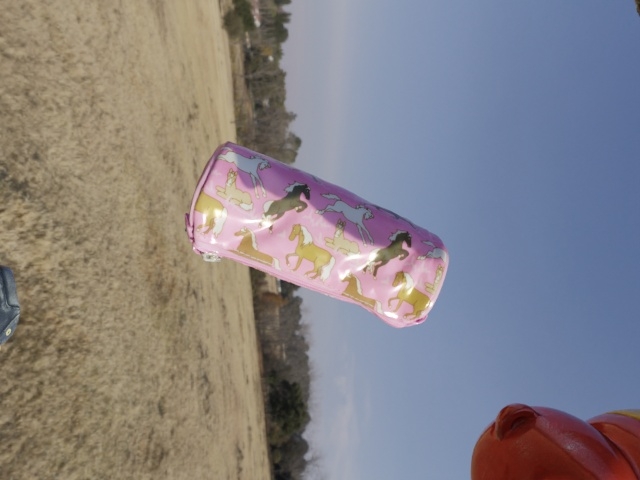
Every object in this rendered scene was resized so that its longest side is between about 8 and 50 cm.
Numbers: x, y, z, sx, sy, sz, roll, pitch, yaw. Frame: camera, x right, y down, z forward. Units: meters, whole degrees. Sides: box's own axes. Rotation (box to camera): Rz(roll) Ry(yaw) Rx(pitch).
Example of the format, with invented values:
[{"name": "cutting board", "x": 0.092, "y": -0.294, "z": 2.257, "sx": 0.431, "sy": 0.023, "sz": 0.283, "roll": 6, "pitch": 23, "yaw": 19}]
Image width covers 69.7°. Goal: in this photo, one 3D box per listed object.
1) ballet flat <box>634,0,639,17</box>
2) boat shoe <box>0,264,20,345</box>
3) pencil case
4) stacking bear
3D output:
[{"name": "ballet flat", "x": 0.419, "y": -0.085, "z": 0.394, "sx": 0.164, "sy": 0.182, "sz": 0.481, "roll": -28, "pitch": -113, "yaw": 57}, {"name": "boat shoe", "x": -0.339, "y": 0.108, "z": 0.440, "sx": 0.083, "sy": 0.065, "sz": 0.183, "roll": 13, "pitch": 74, "yaw": -64}, {"name": "pencil case", "x": 0.000, "y": 0.000, "z": 0.682, "sx": 0.160, "sy": 0.387, "sz": 0.167, "roll": -103, "pitch": -143, "yaw": -68}, {"name": "stacking bear", "x": 0.253, "y": 0.202, "z": 0.342, "sx": 0.164, "sy": 0.289, "sz": 0.175, "roll": -107, "pitch": -146, "yaw": -74}]
